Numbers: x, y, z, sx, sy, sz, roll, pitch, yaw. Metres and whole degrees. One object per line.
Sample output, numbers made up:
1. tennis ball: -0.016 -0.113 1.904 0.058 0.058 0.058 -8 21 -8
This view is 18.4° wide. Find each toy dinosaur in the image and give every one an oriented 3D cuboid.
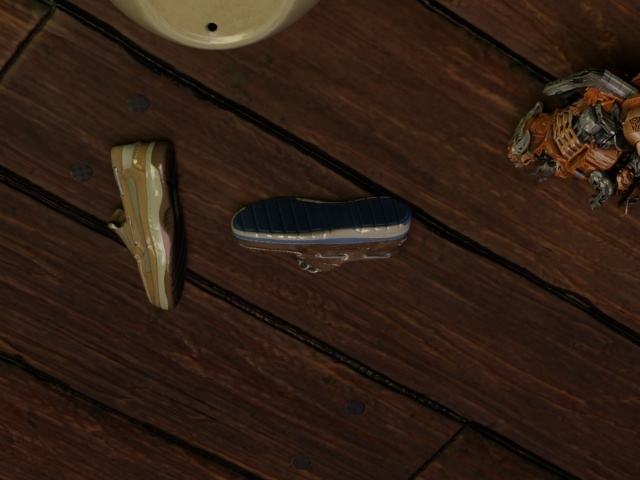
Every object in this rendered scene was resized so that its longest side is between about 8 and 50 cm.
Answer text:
1. toy dinosaur: 0.330 -0.089 1.870 0.218 0.322 0.164 45 72 -28

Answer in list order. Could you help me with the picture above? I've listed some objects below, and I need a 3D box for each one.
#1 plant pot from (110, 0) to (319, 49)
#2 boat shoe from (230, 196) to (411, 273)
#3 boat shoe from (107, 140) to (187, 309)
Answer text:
1. plant pot: -0.090 -0.272 1.683 0.284 0.191 0.284 -1 134 -1
2. boat shoe: 0.000 0.000 2.000 0.183 0.066 0.066 0 129 -5
3. boat shoe: -0.177 -0.016 1.979 0.072 0.068 0.190 2 119 8
